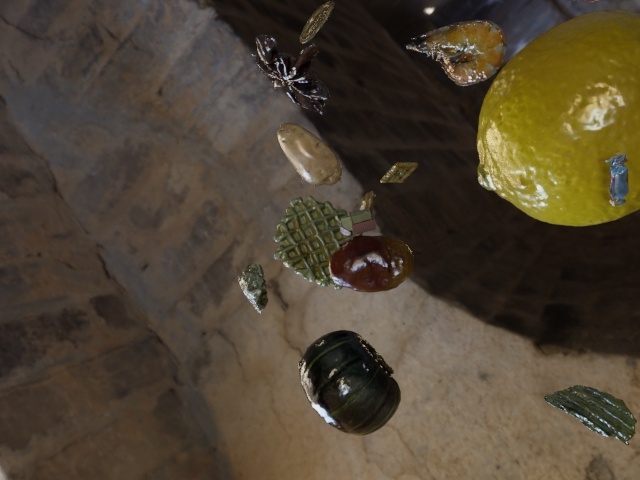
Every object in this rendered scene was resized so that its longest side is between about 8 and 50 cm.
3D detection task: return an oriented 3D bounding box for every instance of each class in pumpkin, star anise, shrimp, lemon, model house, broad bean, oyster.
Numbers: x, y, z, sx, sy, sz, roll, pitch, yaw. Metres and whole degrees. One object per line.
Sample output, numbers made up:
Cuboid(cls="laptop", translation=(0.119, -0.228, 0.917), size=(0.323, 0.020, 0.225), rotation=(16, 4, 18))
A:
Cuboid(cls="pumpkin", translation=(0.085, 0.420, 1.883), size=(0.241, 0.323, 0.323), rotation=(-45, 170, 4))
Cuboid(cls="star anise", translation=(-0.074, -0.465, 1.748), size=(0.129, 0.283, 0.212), rotation=(-58, 155, -9))
Cuboid(cls="shrimp", translation=(0.133, -0.072, 1.849), size=(0.180, 0.041, 0.099), rotation=(103, -3, -60))
Cuboid(cls="lemon", translation=(0.412, -0.180, 0.969), size=(0.336, 0.336, 0.336), rotation=(-37, 171, -7))
Cuboid(cls="model house", translation=(0.090, -0.039, 1.564), size=(0.083, 0.058, 0.057), rotation=(-16, 159, -5))
Cuboid(cls="shrimp", translation=(0.357, -0.498, 1.691), size=(0.062, 0.164, 0.317), rotation=(-6, -166, -43))
Cuboid(cls="broad bean", translation=(0.137, 0.063, 1.703), size=(0.229, 0.156, 0.122), rotation=(-4, 156, 10))
Cuboid(cls="oyster", translation=(-0.162, 0.118, 1.549), size=(0.064, 0.124, 0.177), rotation=(-17, 157, -14))

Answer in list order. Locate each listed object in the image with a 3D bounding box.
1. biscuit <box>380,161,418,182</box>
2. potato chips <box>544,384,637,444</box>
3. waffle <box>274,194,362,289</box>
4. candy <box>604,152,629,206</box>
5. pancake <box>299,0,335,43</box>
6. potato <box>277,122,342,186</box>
Cuboid(cls="biscuit", translation=(0.210, -0.180, 1.682), size=(0.081, 0.018, 0.083), rotation=(-3, 151, -35))
Cuboid(cls="potato chips", translation=(0.602, 0.370, 1.406), size=(0.028, 0.207, 0.091), rotation=(22, 93, -40))
Cuboid(cls="waffle", translation=(0.000, 0.000, 2.106), size=(0.056, 0.309, 0.291), rotation=(-34, -147, 64))
Cuboid(cls="candy", translation=(0.380, -0.076, 0.812), size=(0.030, 0.083, 0.020), rotation=(-9, -139, 12))
Cuboid(cls="pancake", translation=(-0.008, -0.473, 1.371), size=(0.115, 0.011, 0.114), rotation=(-42, -149, 32))
Cuboid(cls="potato", translation=(-0.036, -0.253, 1.924), size=(0.128, 0.234, 0.161), rotation=(-48, -148, -9))
